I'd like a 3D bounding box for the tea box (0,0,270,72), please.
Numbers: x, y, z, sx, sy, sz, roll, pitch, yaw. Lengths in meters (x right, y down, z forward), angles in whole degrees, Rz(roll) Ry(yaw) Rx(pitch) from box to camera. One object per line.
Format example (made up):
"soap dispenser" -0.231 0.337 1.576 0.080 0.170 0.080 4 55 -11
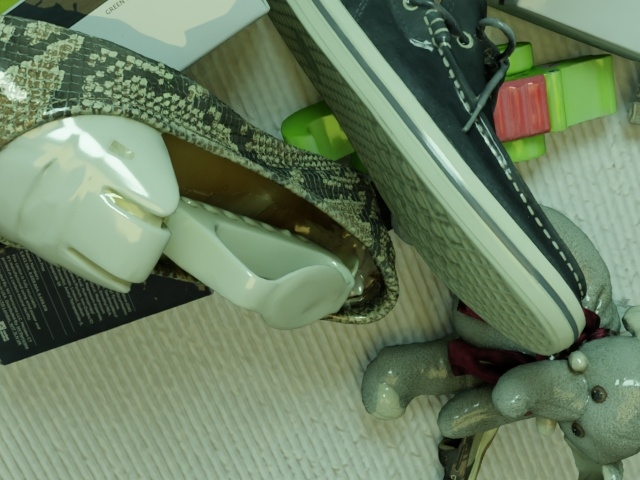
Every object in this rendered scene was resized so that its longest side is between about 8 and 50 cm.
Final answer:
"tea box" -0.271 -0.236 0.810 0.329 0.220 0.323 -34 108 2

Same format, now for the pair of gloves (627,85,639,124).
"pair of gloves" 0.440 -0.194 0.994 0.204 0.042 0.240 15 110 -27

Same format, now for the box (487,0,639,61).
"box" 0.279 -0.278 0.923 0.182 0.119 0.181 18 102 -12

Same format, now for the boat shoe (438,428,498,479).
"boat shoe" 0.154 0.236 1.087 0.049 0.056 0.152 22 92 -8

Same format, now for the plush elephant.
"plush elephant" 0.223 0.118 0.937 0.330 0.255 0.272 9 111 -17

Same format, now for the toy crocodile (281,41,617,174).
"toy crocodile" 0.129 -0.126 0.953 0.340 0.105 0.115 -8 106 -6

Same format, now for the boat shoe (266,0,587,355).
"boat shoe" 0.086 -0.137 0.811 0.156 0.187 0.500 -28 68 -6

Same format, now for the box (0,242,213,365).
"box" -0.214 0.014 0.922 0.207 0.153 0.108 -18 107 -2

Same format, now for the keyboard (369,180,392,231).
"keyboard" 0.000 0.000 0.996 0.180 0.023 0.108 -26 141 9

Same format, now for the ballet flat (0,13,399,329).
"ballet flat" -0.100 -0.024 0.725 0.483 0.182 0.164 19 121 -45
